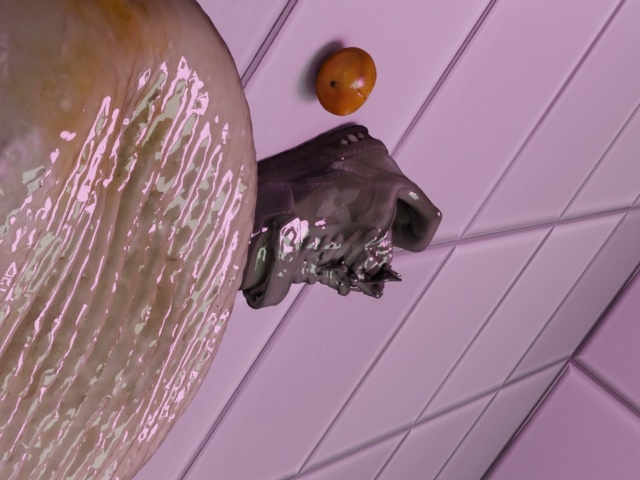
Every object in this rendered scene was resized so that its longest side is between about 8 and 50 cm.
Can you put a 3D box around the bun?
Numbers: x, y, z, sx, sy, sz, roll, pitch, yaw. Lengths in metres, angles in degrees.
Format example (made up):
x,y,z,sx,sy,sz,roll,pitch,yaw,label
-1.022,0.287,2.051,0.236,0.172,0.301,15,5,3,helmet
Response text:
x,y,z,sx,sy,sz,roll,pitch,yaw,label
-0.192,0.006,0.896,0.365,0.219,0.365,-52,154,-38,bun

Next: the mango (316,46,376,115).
x,y,z,sx,sy,sz,roll,pitch,yaw,label
0.024,-0.133,1.397,0.060,0.046,0.089,-51,166,1,mango

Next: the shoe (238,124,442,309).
x,y,z,sx,sy,sz,roll,pitch,yaw,label
0.000,0.002,1.441,0.293,0.149,0.109,-34,157,-43,shoe
